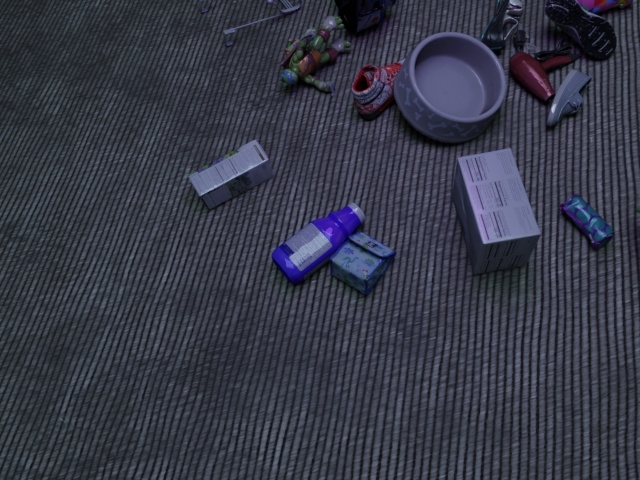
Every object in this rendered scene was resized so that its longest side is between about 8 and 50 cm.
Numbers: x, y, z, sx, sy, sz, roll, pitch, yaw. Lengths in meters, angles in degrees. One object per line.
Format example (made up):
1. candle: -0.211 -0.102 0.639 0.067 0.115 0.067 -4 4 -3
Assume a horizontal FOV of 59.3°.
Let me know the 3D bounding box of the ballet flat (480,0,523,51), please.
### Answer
1. ballet flat: 0.615 -0.741 1.871 0.096 0.095 0.280 17 77 21

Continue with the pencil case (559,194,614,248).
1. pencil case: 0.726 -0.052 1.534 0.070 0.064 0.151 -22 62 -21

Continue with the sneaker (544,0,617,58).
1. sneaker: 0.828 -0.685 1.787 0.272 0.108 0.100 40 116 -3

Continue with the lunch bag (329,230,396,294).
1. lunch bag: 0.118 0.052 1.555 0.129 0.096 0.151 31 58 23

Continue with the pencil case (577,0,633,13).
1. pencil case: 0.914 -0.796 1.854 0.237 0.104 0.104 -13 63 1

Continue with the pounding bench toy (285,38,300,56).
1. pounding bench toy: -0.095 -0.656 1.947 0.083 0.052 0.065 36 74 22

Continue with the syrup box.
1. syrup box: -0.271 -0.200 1.725 0.237 0.093 0.096 -30 64 -7

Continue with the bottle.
1. bottle: 0.000 0.000 1.591 0.283 0.092 0.118 -38 69 -11

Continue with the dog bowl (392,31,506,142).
1. dog bowl: 0.401 -0.475 1.710 0.349 0.102 0.348 3 74 -10

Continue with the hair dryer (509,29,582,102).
1. hair dryer: 0.712 -0.561 1.776 0.224 0.080 0.293 10 66 12

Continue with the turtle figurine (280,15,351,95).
1. turtle figurine: 0.015 -0.597 1.827 0.198 0.275 0.266 44 67 -15

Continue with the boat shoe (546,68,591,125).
1. boat shoe: 0.758 -0.429 1.705 0.081 0.079 0.227 25 67 23

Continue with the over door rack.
1. over door rack: -0.264 -0.879 2.049 0.325 0.108 0.239 -30 63 -7

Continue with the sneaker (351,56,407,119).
1. sneaker: 0.208 -0.514 1.764 0.270 0.145 0.090 -45 58 -5

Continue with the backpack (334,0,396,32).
1. backpack: 0.134 -0.852 1.896 0.213 0.263 0.276 -15 70 -7

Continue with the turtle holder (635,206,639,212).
1. turtle holder: 0.985 -0.017 1.415 0.321 0.243 0.227 -4 74 -38

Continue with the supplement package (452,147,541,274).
1. supplement package: 0.459 -0.073 1.503 0.145 0.204 0.261 -10 63 4
